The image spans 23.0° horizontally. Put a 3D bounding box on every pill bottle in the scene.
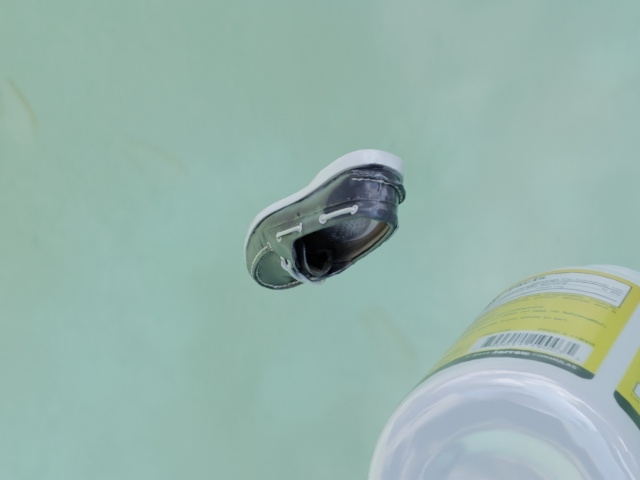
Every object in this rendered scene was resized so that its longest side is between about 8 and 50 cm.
[{"bbox_3d":[0.169,0.127,1.100,0.187,0.188,0.334,19,20,16],"label":"pill bottle"}]

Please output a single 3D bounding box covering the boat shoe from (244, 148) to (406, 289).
[{"bbox_3d":[0.000,0.000,0.763,0.046,0.125,0.038,20,56,-28],"label":"boat shoe"}]
